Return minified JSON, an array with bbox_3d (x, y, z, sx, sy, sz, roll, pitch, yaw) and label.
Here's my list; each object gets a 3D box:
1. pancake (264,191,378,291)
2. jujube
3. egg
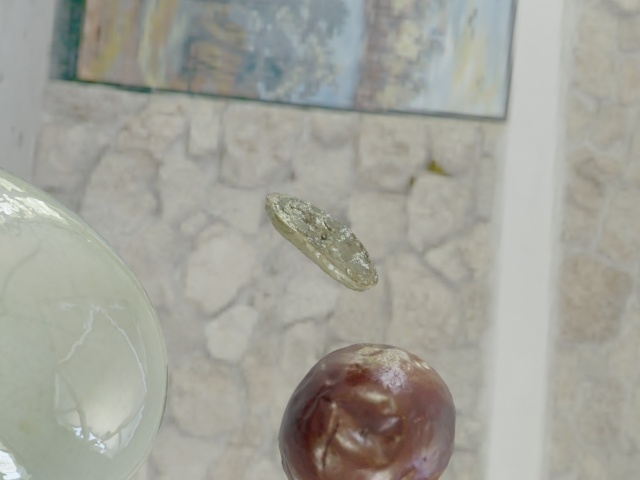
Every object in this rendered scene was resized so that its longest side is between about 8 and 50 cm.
[{"bbox_3d":[0.000,0.000,1.391,0.028,0.158,0.158,-50,-166,16],"label":"pancake"},{"bbox_3d":[0.061,0.238,1.540,0.318,0.223,0.223,59,36,-79],"label":"jujube"},{"bbox_3d":[-0.163,0.040,0.541,0.151,0.209,0.151,-48,-163,20],"label":"egg"}]
